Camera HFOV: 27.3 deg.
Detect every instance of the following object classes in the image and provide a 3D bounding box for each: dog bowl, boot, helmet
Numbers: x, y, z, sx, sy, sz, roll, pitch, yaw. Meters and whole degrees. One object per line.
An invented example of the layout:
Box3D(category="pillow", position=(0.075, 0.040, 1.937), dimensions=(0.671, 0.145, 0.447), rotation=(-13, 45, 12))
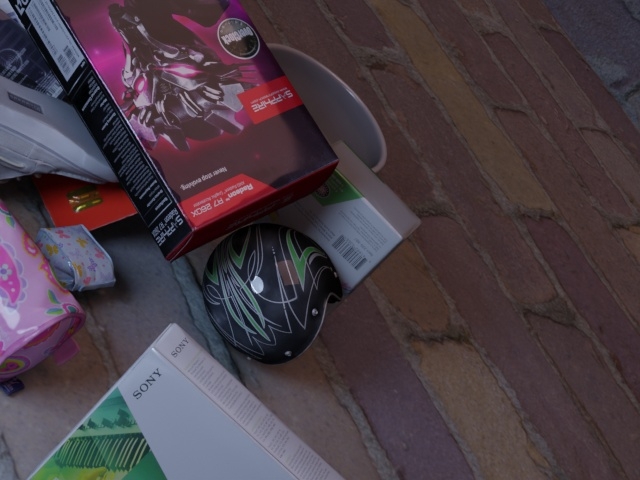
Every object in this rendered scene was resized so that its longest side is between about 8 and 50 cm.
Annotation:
Box3D(category="dog bowl", position=(-0.032, -0.167, 1.985), dimensions=(0.265, 0.104, 0.265), rotation=(31, 32, -22))
Box3D(category="boot", position=(-0.348, -0.104, 1.500), dimensions=(0.258, 0.123, 0.095), rotation=(28, 26, -36))
Box3D(category="helmet", position=(-0.064, 0.063, 1.605), dimensions=(0.169, 0.169, 0.161), rotation=(47, 23, 5))

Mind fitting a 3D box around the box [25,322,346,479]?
Box3D(category="box", position=(-0.095, 0.262, 1.240), dimensions=(0.322, 0.232, 0.058), rotation=(43, 29, -1))

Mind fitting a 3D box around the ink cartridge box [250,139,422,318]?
Box3D(category="ink cartridge box", position=(0.000, 0.000, 1.707), dimensions=(0.154, 0.212, 0.093), rotation=(45, 26, 3))

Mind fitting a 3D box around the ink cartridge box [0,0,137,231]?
Box3D(category="ink cartridge box", position=(-0.255, -0.222, 1.628), dimensions=(0.308, 0.091, 0.385), rotation=(-22, 64, -17))

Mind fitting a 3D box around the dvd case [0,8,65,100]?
Box3D(category="dvd case", position=(-0.417, -0.203, 1.540), dimensions=(0.221, 0.018, 0.164), rotation=(40, 72, -9))

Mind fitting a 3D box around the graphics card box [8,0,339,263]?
Box3D(category="graphics card box", position=(-0.169, -0.186, 1.536), dimensions=(0.233, 0.094, 0.371), rotation=(-27, 82, -35))

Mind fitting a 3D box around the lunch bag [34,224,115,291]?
Box3D(category="lunch bag", position=(-0.280, 0.027, 1.490), dimensions=(0.083, 0.053, 0.071), rotation=(44, 26, 20))

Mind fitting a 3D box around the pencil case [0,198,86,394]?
Box3D(category="pencil case", position=(-0.356, 0.011, 1.351), dimensions=(0.284, 0.124, 0.124), rotation=(52, 30, 12))
